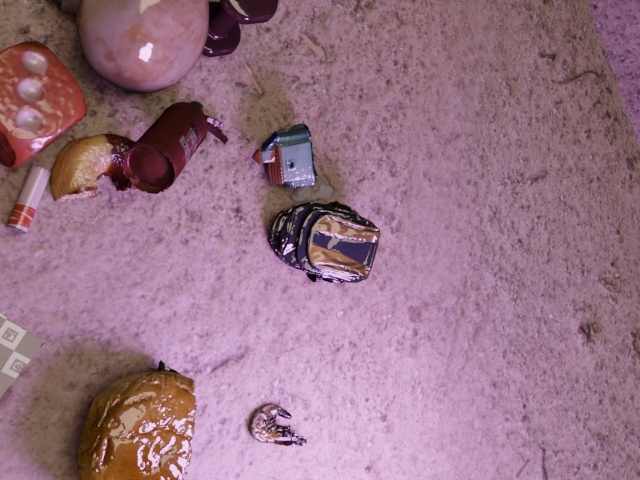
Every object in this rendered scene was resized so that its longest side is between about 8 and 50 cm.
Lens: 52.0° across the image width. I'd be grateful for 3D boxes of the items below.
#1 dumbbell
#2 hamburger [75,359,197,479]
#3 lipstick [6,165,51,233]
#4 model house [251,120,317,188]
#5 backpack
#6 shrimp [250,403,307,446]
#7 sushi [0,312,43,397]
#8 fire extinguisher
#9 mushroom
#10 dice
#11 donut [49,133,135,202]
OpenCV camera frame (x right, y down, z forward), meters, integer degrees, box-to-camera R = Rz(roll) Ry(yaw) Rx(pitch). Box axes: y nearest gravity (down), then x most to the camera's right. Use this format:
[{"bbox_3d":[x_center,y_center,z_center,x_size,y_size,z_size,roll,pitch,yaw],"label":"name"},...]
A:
[{"bbox_3d":[-0.202,-0.505,1.454,0.140,0.225,0.124,-20,93,-34],"label":"dumbbell"},{"bbox_3d":[-0.369,0.385,1.295,0.211,0.132,0.309,22,74,-33],"label":"hamburger"},{"bbox_3d":[-0.564,-0.079,1.270,0.038,0.038,0.130,25,71,-29],"label":"lipstick"},{"bbox_3d":[-0.093,-0.199,1.578,0.149,0.119,0.148,-8,113,-11],"label":"model house"},{"bbox_3d":[0.000,0.000,1.600,0.258,0.133,0.206,16,84,-26],"label":"backpack"},{"bbox_3d":[-0.090,0.437,1.536,0.161,0.034,0.091,25,70,-29],"label":"shrimp"},{"bbox_3d":[-0.638,0.220,1.177,0.192,0.050,0.215,42,64,-23],"label":"sushi"},{"bbox_3d":[-0.287,-0.207,1.382,0.147,0.106,0.337,36,31,-12],"label":"fire extinguisher"},{"bbox_3d":[-0.378,-0.459,1.326,0.290,0.297,0.297,37,60,13],"label":"mushroom"},{"bbox_3d":[-0.552,-0.251,1.219,0.179,0.175,0.174,-45,109,-33],"label":"dice"},{"bbox_3d":[-0.438,-0.152,1.337,0.217,0.085,0.141,-18,94,-34],"label":"donut"}]
